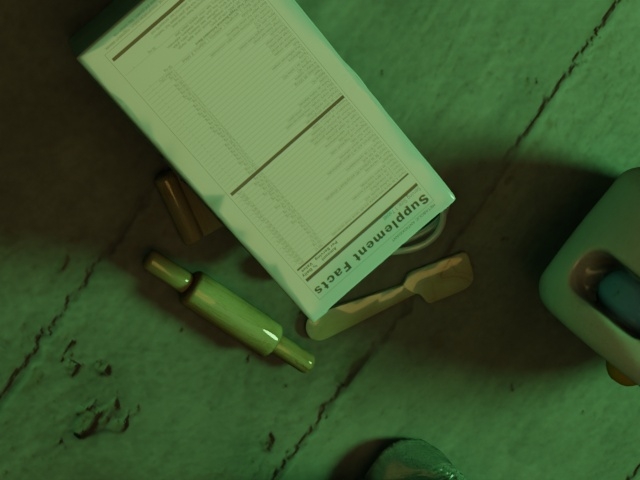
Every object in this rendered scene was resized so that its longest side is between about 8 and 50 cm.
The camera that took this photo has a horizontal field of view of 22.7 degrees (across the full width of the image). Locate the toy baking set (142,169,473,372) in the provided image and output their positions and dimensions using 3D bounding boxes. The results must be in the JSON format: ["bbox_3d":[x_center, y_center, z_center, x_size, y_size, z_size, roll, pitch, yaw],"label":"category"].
[{"bbox_3d":[-0.005,0.004,1.226,0.256,0.030,0.197,40,95,-22],"label":"toy baking set"}]

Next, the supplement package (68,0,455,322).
[{"bbox_3d":[-0.044,-0.085,1.115,0.139,0.134,0.244,-40,106,0],"label":"supplement package"}]

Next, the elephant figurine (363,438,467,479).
[{"bbox_3d":[0.084,0.244,1.282,0.239,0.186,0.169,-28,70,-14],"label":"elephant figurine"}]

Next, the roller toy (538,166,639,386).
[{"bbox_3d":[0.271,0.050,1.225,0.191,0.209,0.146,36,98,-8],"label":"roller toy"}]
